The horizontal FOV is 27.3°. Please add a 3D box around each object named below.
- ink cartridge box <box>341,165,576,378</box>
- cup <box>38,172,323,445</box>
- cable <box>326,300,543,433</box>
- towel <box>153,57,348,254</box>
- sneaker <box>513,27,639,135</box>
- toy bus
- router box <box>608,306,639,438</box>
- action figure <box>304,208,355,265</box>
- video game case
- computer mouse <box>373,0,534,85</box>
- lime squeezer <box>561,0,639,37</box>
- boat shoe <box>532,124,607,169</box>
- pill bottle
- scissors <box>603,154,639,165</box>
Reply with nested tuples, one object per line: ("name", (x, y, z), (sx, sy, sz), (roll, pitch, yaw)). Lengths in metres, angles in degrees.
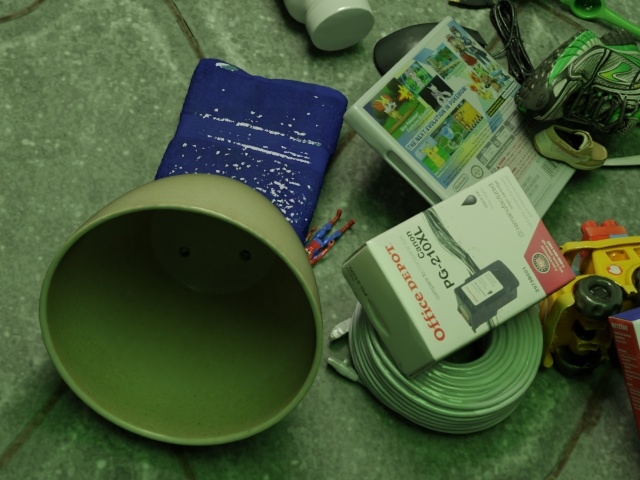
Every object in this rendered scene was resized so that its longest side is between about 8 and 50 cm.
("ink cartridge box", (0.173, 0.040, 1.667), (0.237, 0.100, 0.172), (-28, 83, -24))
("cup", (-0.148, 0.047, 1.613), (0.331, 0.331, 0.237), (19, 31, -3))
("cable", (0.168, 0.128, 1.750), (0.257, 0.089, 0.257), (37, 57, 9))
("towel", (-0.103, -0.102, 1.837), (0.227, 0.076, 0.308), (14, 57, 3))
("sneaker", (0.414, -0.226, 1.959), (0.343, 0.134, 0.146), (-18, 67, -49))
("toy bus", (0.388, 0.062, 1.826), (0.220, 0.149, 0.211), (-6, 47, -15))
("router box", (0.571, 0.197, 1.699), (0.335, 0.082, 0.301), (-17, 94, -9))
("action figure", (0.000, 0.000, 1.823), (0.038, 0.030, 0.115), (42, 60, 6))
("video game case", (0.216, -0.148, 1.881), (0.300, 0.036, 0.329), (45, 43, -1))
("computer mouse", (0.207, -0.329, 2.058), (0.262, 0.060, 0.184), (0, 60, -15))
("lime squeezer", (0.431, -0.411, 2.181), (0.310, 0.059, 0.110), (48, 30, 17))
("boat shoe", (0.375, -0.138, 1.934), (0.135, 0.045, 0.050), (7, 55, -34))
("pill bottle", (-0.004, -0.415, 2.010), (0.136, 0.136, 0.246), (-11, 63, -20))
("scissors", (0.551, -0.123, 2.043), (0.297, 0.021, 0.109), (-19, 67, -26))
